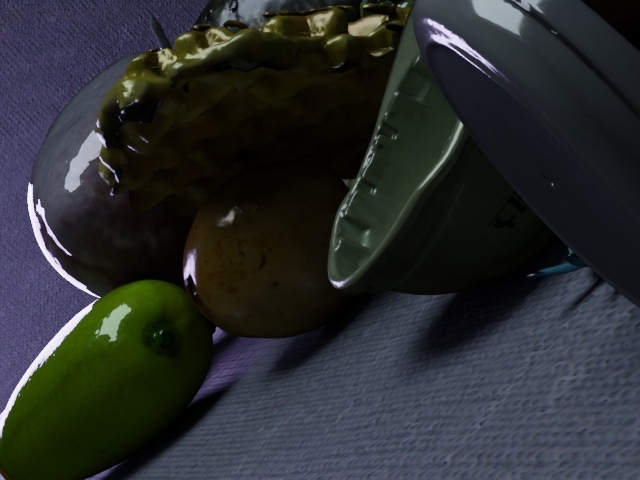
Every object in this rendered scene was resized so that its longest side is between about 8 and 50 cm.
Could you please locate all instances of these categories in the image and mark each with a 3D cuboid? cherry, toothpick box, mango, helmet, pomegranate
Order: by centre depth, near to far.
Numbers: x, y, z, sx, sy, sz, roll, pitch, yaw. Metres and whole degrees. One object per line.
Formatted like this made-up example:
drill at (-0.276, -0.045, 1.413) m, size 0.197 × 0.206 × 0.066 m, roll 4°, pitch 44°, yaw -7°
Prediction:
toothpick box at (0.226, -0.122, 0.615) m, size 0.316 × 0.229 × 0.229 m, roll -41°, pitch 8°, yaw -2°
helmet at (0.115, -0.062, 0.954) m, size 0.204 × 0.137 × 0.257 m, roll 175°, pitch 116°, yaw -74°
pomegranate at (-0.031, 0.010, 1.265) m, size 0.196 × 0.196 × 0.196 m, roll -41°, pitch 8°, yaw 7°
mango at (-0.245, 0.166, 1.461) m, size 0.343 × 0.156 × 0.192 m, roll -38°, pitch 10°, yaw 33°
cherry at (-0.205, -0.070, 1.583) m, size 0.335 × 0.291 × 0.326 m, roll -39°, pitch 28°, yaw -32°

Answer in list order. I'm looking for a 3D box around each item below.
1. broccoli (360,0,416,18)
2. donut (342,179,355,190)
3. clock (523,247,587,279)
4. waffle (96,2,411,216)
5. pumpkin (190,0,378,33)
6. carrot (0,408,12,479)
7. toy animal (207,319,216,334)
broccoli at (0.065, -0.197, 1.457) m, size 0.275 × 0.177 × 0.198 m, roll -5°, pitch 0°, yaw 3°
donut at (0.000, 0.000, 1.500) m, size 0.174 × 0.068 × 0.174 m, roll -43°, pitch 6°, yaw 5°
clock at (0.185, -0.022, 0.795) m, size 0.147 × 0.045 × 0.108 m, roll -46°, pitch 7°, yaw -24°
waffle at (-0.032, -0.124, 1.278) m, size 0.380 × 0.095 × 0.382 m, roll -7°, pitch -15°, yaw -17°
pumpkin at (-0.007, -0.289, 2.068) m, size 0.454 × 0.344 × 0.454 m, roll -31°, pitch 6°, yaw 4°
carrot at (-0.344, 0.225, 1.795) m, size 0.114 × 0.114 × 0.302 m, roll -39°, pitch 6°, yaw 24°
toy animal at (-0.190, 0.134, 1.690) m, size 0.218 × 0.116 × 0.179 m, roll -70°, pitch -1°, yaw -62°
